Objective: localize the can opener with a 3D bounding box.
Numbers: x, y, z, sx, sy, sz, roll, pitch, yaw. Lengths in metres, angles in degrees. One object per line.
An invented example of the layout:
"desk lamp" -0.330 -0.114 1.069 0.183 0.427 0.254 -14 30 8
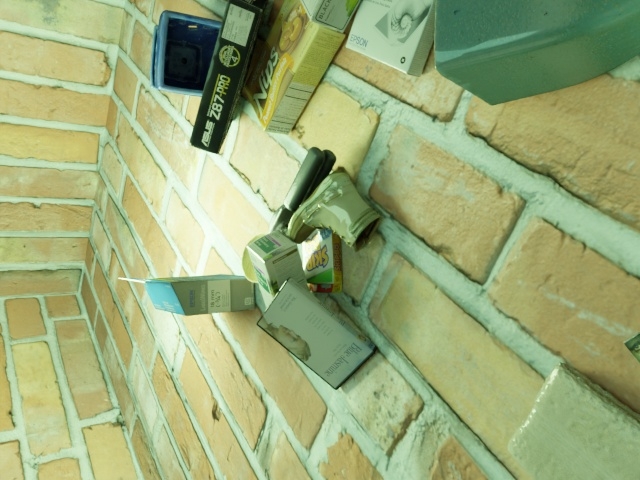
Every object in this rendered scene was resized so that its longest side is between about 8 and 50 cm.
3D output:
"can opener" -0.062 -0.113 1.255 0.095 0.076 0.283 54 127 38

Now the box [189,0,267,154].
"box" -0.249 -0.477 1.425 0.318 0.097 0.395 -90 21 -60

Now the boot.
"boot" 0.028 -0.030 1.162 0.213 0.077 0.165 -50 65 24

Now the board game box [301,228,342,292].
"board game box" 0.000 0.000 1.264 0.124 0.039 0.260 -6 88 52

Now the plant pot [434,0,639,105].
"plant pot" 0.322 -0.342 0.692 0.252 0.247 0.248 2 92 36

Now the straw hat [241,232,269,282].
"straw hat" -0.149 0.052 1.433 0.144 0.061 0.145 -9 75 36

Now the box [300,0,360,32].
"box" 0.014 -0.624 1.159 0.169 0.087 0.290 -55 40 36

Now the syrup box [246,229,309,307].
"syrup box" -0.093 0.102 1.253 0.093 0.096 0.237 35 147 46

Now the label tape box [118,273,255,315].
"label tape box" -0.399 0.161 1.533 0.240 0.333 0.106 -2 89 52

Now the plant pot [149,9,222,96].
"plant pot" -0.425 -0.584 1.658 0.212 0.236 0.236 20 106 58

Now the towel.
"towel" 0.414 0.326 0.720 0.282 0.049 0.187 42 121 45

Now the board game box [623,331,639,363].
"board game box" 0.494 0.129 0.630 0.186 0.026 0.126 -54 51 37

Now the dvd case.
"dvd case" -0.015 0.220 1.183 0.253 0.022 0.180 38 127 4

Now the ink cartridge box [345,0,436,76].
"ink cartridge box" 0.160 -0.474 1.042 0.223 0.045 0.224 43 122 44

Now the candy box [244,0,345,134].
"candy box" -0.078 -0.452 1.313 0.316 0.087 0.183 -53 49 40
